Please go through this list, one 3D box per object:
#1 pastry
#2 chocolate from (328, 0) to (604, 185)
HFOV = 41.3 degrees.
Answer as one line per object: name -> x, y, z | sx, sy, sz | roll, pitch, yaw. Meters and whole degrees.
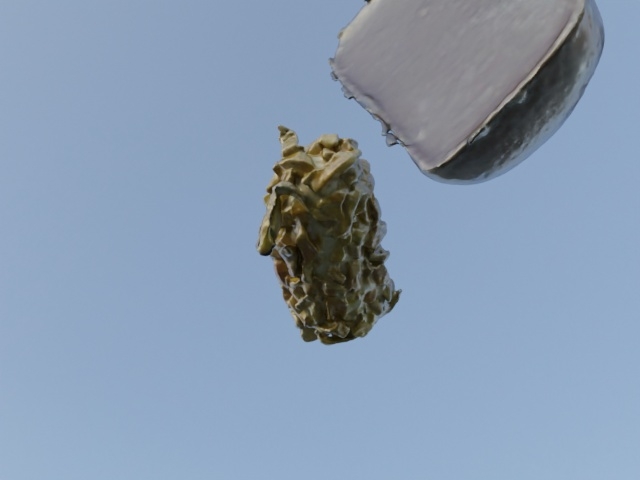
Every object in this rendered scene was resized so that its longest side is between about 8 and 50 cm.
pastry -> 0.000, 0.000, 0.921 | 0.154, 0.102, 0.250 | -27, -56, -13
chocolate -> 0.104, -0.129, 0.605 | 0.083, 0.261, 0.161 | 35, -73, -32
